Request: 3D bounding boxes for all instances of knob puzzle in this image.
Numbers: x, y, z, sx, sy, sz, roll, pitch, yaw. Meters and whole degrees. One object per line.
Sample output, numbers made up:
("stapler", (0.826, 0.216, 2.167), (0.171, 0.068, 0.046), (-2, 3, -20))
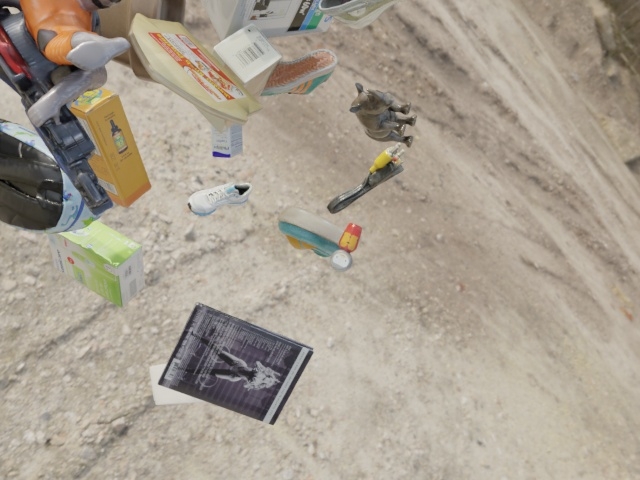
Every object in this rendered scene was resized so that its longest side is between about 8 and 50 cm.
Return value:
("knob puzzle", (-0.172, -0.212, 0.731), (0.213, 0.030, 0.213), (38, 24, -20))

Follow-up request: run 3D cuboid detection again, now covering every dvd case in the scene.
("dvd case", (-0.145, 0.217, 0.986), (0.221, 0.164, 0.018), (24, 13, -14))

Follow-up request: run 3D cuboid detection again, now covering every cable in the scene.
("cable", (0.141, -0.183, 1.714), (0.072, 0.287, 0.139), (59, 17, 13))

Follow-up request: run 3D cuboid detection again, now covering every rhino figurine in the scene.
("rhino figurine", (0.111, -0.235, 1.059), (0.106, 0.073, 0.243), (16, 0, 17))

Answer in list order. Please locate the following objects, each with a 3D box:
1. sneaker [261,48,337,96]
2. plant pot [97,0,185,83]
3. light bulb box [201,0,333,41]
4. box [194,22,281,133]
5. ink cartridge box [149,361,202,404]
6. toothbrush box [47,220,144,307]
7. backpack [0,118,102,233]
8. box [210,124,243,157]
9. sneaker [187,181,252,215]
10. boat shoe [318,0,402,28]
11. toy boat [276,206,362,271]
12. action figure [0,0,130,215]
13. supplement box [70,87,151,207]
("sneaker", (-0.087, -0.497, 1.784), (0.302, 0.121, 0.108), (-22, 71, -20))
("plant pot", (-0.402, -0.459, 1.121), (0.229, 0.263, 0.263), (10, 46, -6))
("light bulb box", (-0.155, -0.773, 1.575), (0.361, 0.225, 0.358), (-19, 75, -31))
("box", (-0.236, -0.437, 1.574), (0.121, 0.311, 0.148), (48, 66, -4))
("ink cartridge box", (-0.329, 0.392, 1.689), (0.283, 0.207, 0.117), (-3, 82, -60))
("toothbrush box", (-0.716, 0.055, 1.830), (0.283, 0.206, 0.122), (29, 47, 13))
("backpack", (-0.751, -0.154, 1.533), (0.273, 0.356, 0.290), (5, 100, -53))
("box", (-0.325, -0.365, 1.982), (0.126, 0.072, 0.137), (-52, 144, -68))
("sneaker", (-0.263, -0.122, 1.515), (0.191, 0.083, 0.071), (-21, 81, -38))
("boat shoe", (0.128, -0.545, 1.157), (0.103, 0.320, 0.118), (-2, 79, -39))
("toy boat", (0.000, 0.000, 1.782), (0.267, 0.318, 0.148), (26, 84, -38))
("action figure", (-0.288, -0.217, 0.684), (0.178, 0.330, 0.341), (-34, 104, -27))
("supplement box", (-0.406, -0.177, 1.098), (0.080, 0.233, 0.078), (26, 53, 23))
